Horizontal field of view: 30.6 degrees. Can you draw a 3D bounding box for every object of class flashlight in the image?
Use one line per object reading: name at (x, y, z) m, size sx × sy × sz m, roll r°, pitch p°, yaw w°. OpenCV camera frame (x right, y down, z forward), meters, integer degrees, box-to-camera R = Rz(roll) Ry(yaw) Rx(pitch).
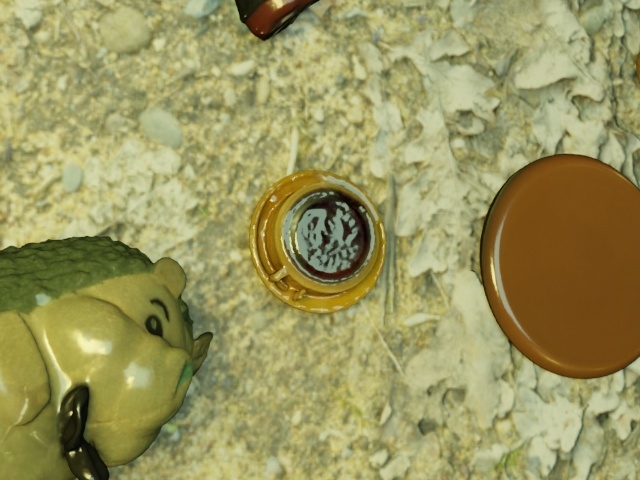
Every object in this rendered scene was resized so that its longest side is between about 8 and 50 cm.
flashlight at (-0.093, -0.312, 1.150) m, size 0.093 × 0.093 × 0.232 m, roll -36°, pitch 91°, yaw -23°

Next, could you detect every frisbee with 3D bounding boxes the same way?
frisbee at (0.286, 0.026, 1.284) m, size 0.250 × 0.021 × 0.251 m, roll 4°, pitch 80°, yaw -24°

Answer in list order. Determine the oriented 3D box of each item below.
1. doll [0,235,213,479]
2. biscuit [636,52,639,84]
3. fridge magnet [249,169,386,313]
doll at (-0.249, 0.121, 0.936) m, size 0.349 × 0.247 × 0.247 m, roll -32°, pitch 95°, yaw -38°
biscuit at (0.520, -0.208, 1.408) m, size 0.319 × 0.047 × 0.183 m, roll 11°, pitch 80°, yaw -22°
fridge magnet at (0.000, 0.000, 1.144) m, size 0.143 × 0.063 × 0.143 m, roll 3°, pitch 81°, yaw -19°
